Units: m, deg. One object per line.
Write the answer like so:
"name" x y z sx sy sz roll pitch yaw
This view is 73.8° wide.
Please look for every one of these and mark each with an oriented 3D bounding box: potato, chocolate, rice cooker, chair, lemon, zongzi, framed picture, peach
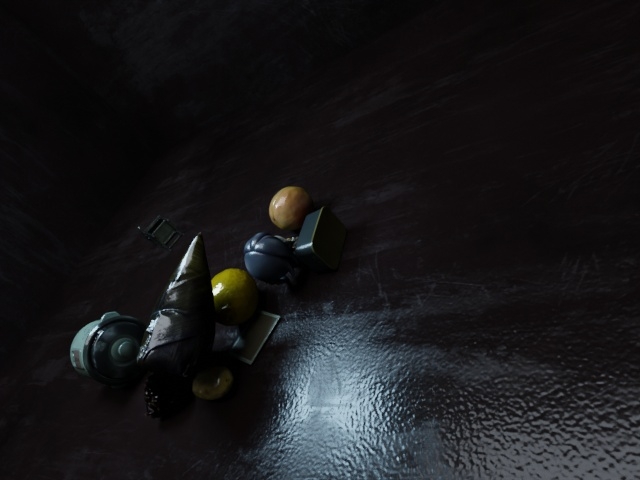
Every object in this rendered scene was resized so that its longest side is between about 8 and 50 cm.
"potato" -0.341 0.451 1.350 0.170 0.080 0.107 -25 46 39
"chocolate" -0.529 0.535 1.434 0.156 0.156 0.133 35 110 56
"rice cooker" -0.836 0.440 1.708 0.317 0.264 0.316 2 93 42
"chair" -0.904 -0.045 2.412 0.260 0.154 0.141 15 62 48
"lemon" -0.311 0.199 1.499 0.188 0.188 0.256 -31 27 16
"zongzi" -0.437 0.230 1.415 0.403 0.208 0.432 123 157 -68
"framed picture" -0.223 0.323 1.439 0.142 0.011 0.183 4 54 47
"peach" -0.119 -0.124 1.694 0.184 0.184 0.184 -27 37 22

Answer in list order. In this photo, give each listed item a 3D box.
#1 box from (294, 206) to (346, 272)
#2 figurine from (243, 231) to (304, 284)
"box" 0.000 0.000 1.459 0.090 0.144 0.201 -18 42 37
"figurine" -0.144 0.054 1.476 0.175 0.265 0.197 -31 60 38
